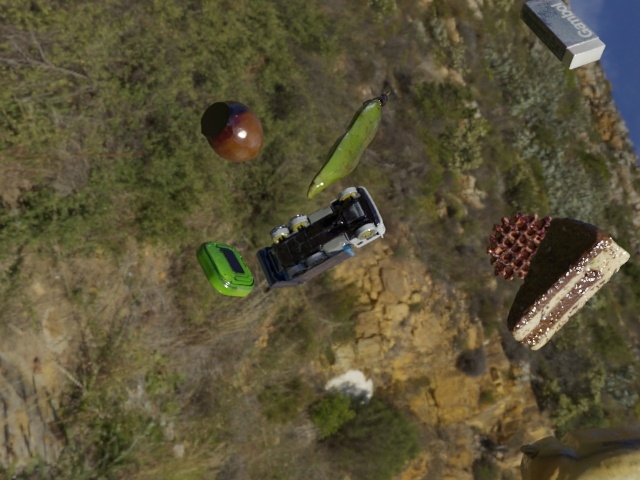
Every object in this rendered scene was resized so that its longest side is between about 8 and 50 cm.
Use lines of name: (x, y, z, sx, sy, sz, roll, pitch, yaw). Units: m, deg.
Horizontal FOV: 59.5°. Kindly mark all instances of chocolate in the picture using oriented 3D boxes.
chocolate: (-0.180, -0.231, 1.208, 0.127, 0.124, 0.133, 40, 17, 36)

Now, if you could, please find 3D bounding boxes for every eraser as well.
eraser: (0.574, -0.502, 1.336, 0.046, 0.091, 0.213, 84, -17, -58)

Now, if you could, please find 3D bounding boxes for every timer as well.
timer: (-0.213, 0.062, 1.265, 0.128, 0.047, 0.140, 15, 37, -56)

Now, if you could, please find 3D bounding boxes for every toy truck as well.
toy truck: (0.000, 0.000, 1.550, 0.146, 0.367, 0.175, 65, 12, 18)

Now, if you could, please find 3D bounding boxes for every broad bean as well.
broad bean: (0.071, -0.217, 1.270, 0.339, 0.061, 0.077, -58, 146, -24)

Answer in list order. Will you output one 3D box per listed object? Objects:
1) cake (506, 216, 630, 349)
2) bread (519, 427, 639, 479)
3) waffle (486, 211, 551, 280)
cake: (0.450, 0.084, 1.016, 0.246, 0.112, 0.135, -62, -156, -13)
bread: (0.588, 0.511, 1.116, 0.376, 0.347, 0.253, 39, 43, -70)
waffle: (0.631, 0.017, 1.749, 0.055, 0.221, 0.235, -75, 151, -61)
